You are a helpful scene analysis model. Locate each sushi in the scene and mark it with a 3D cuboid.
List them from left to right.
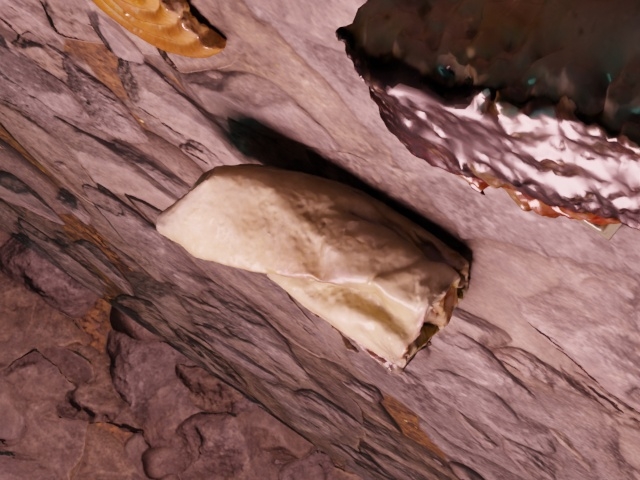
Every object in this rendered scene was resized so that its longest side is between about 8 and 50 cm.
[{"bbox_3d":[0.189,-0.109,0.836,0.343,0.196,0.182,20,168,39],"label":"sushi"}]

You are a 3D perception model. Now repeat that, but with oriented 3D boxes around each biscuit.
[{"bbox_3d":[-0.204,-0.260,1.369,0.224,0.033,0.144,45,159,-21],"label":"biscuit"}]

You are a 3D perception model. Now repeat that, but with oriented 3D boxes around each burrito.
[{"bbox_3d":[-0.001,0.000,1.470,0.332,0.190,0.135,30,125,8],"label":"burrito"}]

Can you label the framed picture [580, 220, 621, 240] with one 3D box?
[{"bbox_3d":[0.186,-0.111,1.072,0.211,0.020,0.289,33,161,7],"label":"framed picture"}]
